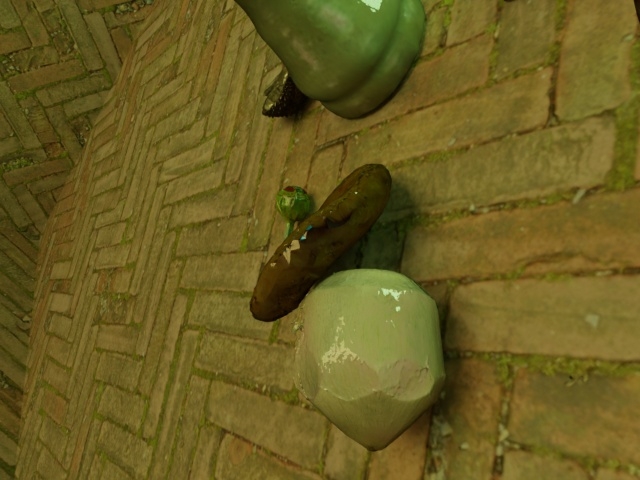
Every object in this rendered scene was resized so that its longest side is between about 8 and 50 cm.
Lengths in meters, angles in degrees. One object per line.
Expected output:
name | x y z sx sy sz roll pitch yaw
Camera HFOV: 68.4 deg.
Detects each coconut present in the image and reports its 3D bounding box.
coconut | 0.049 0.129 0.513 0.171 0.171 0.183 -21 53 44

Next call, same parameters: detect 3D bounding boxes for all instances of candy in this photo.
candy | -0.058 0.003 0.797 0.062 0.058 0.194 11 91 60

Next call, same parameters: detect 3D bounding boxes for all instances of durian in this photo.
durian | -0.057 -0.287 0.893 0.140 0.071 0.110 -47 37 46

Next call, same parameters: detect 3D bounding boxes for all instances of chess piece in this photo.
chess piece | -0.071 -0.367 0.646 0.234 0.442 0.234 -23 58 42

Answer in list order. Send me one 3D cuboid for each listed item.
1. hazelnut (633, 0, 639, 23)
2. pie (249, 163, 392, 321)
hazelnut | 0.327 -0.203 0.320 0.214 0.176 0.214 180 90 -75
pie | 0.000 0.001 0.626 0.273 0.069 0.273 -49 0 0
